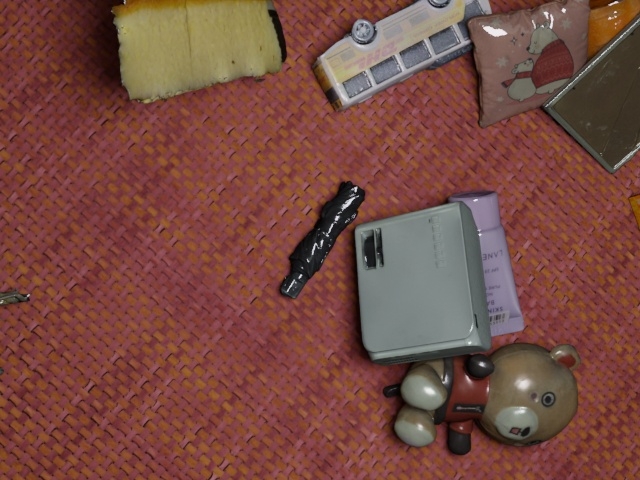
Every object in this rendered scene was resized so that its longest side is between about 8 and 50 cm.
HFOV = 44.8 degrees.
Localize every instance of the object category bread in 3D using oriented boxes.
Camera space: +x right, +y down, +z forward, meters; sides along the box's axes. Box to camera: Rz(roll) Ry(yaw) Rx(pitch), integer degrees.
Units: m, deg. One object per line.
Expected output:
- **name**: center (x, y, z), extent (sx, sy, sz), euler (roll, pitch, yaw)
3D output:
- **bread**: center (-0.192, -0.410, 1.262), extent (0.242, 0.405, 0.345), euler (-11, 100, 0)

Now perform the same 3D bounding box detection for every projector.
- **projector**: center (0.172, 0.076, 1.324), extent (0.198, 0.108, 0.250), euler (-14, 68, 25)

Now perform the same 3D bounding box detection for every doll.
- **doll**: center (0.285, 0.271, 1.365), extent (0.330, 0.174, 0.235), euler (4, 118, -7)

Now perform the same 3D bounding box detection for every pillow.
- **pillow**: center (0.389, -0.331, 1.429), extent (0.236, 0.084, 0.223), euler (-14, 127, -3)

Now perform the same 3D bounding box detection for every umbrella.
- **umbrella**: center (0.000, 0.000, 1.386), extent (0.059, 0.066, 0.235), euler (34, 84, -11)

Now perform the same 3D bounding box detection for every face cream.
- **face cream**: center (0.290, 0.049, 1.426), extent (0.154, 0.096, 0.273), euler (-11, 100, -13)

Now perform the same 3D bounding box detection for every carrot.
- **carrot**: center (0.573, -0.364, 1.478), extent (0.159, 0.159, 0.225), euler (-25, 104, -10)

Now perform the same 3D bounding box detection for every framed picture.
- **framed picture**: center (0.586, -0.285, 1.434), extent (0.213, 0.016, 0.289), euler (37, 110, -21)

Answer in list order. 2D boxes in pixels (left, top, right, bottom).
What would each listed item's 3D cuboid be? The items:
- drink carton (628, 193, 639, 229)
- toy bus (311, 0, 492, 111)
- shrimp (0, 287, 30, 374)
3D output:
- **drink carton**: center (0.676, 0.006, 1.479), extent (0.071, 0.096, 0.222), euler (-18, 88, -11)
- **toy bus**: center (0.153, -0.364, 1.424), extent (0.343, 0.097, 0.138), euler (-27, 92, -10)
- **shrimp**: center (-0.633, 0.182, 1.266), extent (0.360, 0.085, 0.246), euler (-27, 99, -7)
